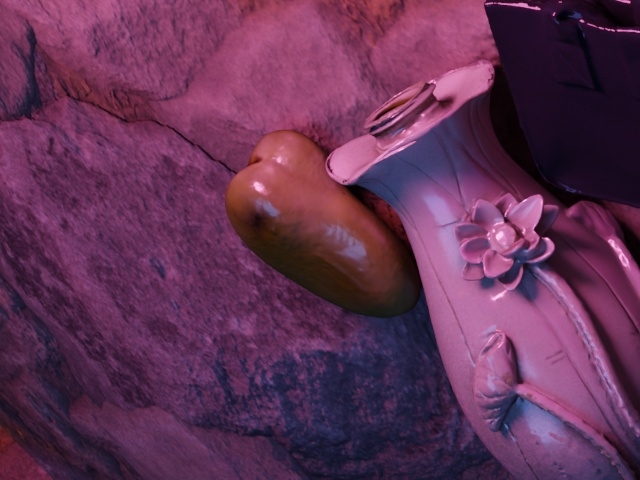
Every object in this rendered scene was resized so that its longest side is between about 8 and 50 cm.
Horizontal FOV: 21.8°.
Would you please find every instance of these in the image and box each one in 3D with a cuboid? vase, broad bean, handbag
[{"bbox_3d":[0.193,0.046,1.633,0.250,0.250,0.445,-15,113,55],"label":"vase"},{"bbox_3d":[0.000,0.000,1.890,0.263,0.121,0.189,47,149,-12],"label":"broad bean"},{"bbox_3d":[0.307,-0.134,1.380,0.325,0.118,0.269,15,147,36],"label":"handbag"}]
